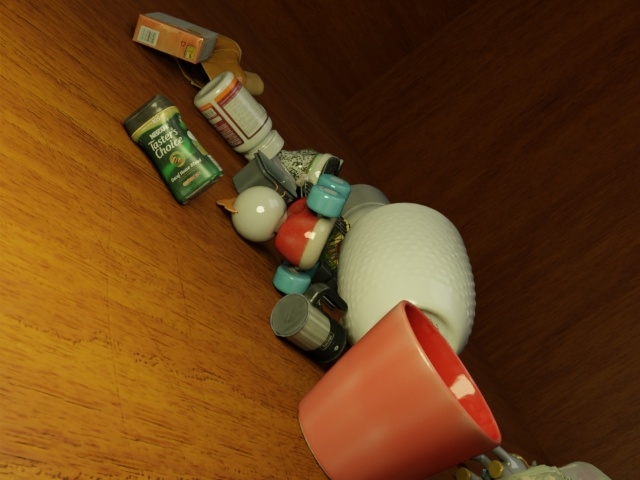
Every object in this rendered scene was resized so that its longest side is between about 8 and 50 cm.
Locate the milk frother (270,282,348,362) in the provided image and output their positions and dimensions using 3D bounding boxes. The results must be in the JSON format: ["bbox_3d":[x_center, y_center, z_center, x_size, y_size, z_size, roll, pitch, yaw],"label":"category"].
[{"bbox_3d":[-0.036,0.139,1.600,0.143,0.129,0.135,7,-24,38],"label":"milk frother"}]

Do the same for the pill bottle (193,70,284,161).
[{"bbox_3d":[-0.195,-0.292,2.102,0.221,0.121,0.121,49,12,-24],"label":"pill bottle"}]

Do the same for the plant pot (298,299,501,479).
[{"bbox_3d":[0.115,0.274,1.389,0.275,0.243,0.275,51,11,-14],"label":"plant pot"}]

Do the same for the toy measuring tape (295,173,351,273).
[{"bbox_3d":[0.018,-0.010,2.155,0.330,0.121,0.121,54,11,2],"label":"toy measuring tape"}]

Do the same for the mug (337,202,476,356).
[{"bbox_3d":[0.181,0.157,1.718,0.328,0.276,0.374,-87,165,-65],"label":"mug"}]

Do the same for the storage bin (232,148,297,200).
[{"bbox_3d":[-0.128,-0.120,1.947,0.135,0.091,0.098,40,18,-47],"label":"storage bin"}]

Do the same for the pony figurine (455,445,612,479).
[{"bbox_3d":[0.491,0.588,2.034,0.363,0.303,0.351,30,13,-27],"label":"pony figurine"}]

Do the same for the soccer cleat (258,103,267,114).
[{"bbox_3d":[-0.216,-0.363,2.378,0.196,0.068,0.076,31,26,-46],"label":"soccer cleat"}]

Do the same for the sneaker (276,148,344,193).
[{"bbox_3d":[-0.044,-0.200,2.415,0.182,0.158,0.410,26,-2,3],"label":"sneaker"}]

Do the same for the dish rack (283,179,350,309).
[{"bbox_3d":[0.000,0.000,1.995,0.208,0.074,0.272,46,29,-41],"label":"dish rack"}]

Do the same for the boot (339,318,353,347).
[{"bbox_3d":[0.147,0.264,1.931,0.262,0.095,0.203,24,30,-56],"label":"boot"}]

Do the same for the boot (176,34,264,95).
[{"bbox_3d":[-0.297,-0.474,2.264,0.211,0.104,0.295,2,36,-48],"label":"boot"}]

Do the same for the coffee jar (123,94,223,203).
[{"bbox_3d":[-0.261,-0.163,1.526,0.184,0.096,0.079,53,9,0],"label":"coffee jar"}]

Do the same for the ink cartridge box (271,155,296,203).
[{"bbox_3d":[-0.115,-0.146,2.150,0.104,0.060,0.180,53,11,-12],"label":"ink cartridge box"}]

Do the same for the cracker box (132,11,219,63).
[{"bbox_3d":[-0.340,-0.484,2.055,0.155,0.067,0.232,20,17,-3],"label":"cracker box"}]

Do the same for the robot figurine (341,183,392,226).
[{"bbox_3d":[0.123,-0.030,2.374,0.353,0.299,0.200,-115,-152,-65],"label":"robot figurine"}]

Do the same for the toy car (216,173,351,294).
[{"bbox_3d":[-0.091,-0.047,1.738,0.238,0.219,0.210,24,18,1],"label":"toy car"}]

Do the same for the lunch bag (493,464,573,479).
[{"bbox_3d":[0.309,0.513,1.363,0.169,0.287,0.235,45,15,-39],"label":"lunch bag"}]
